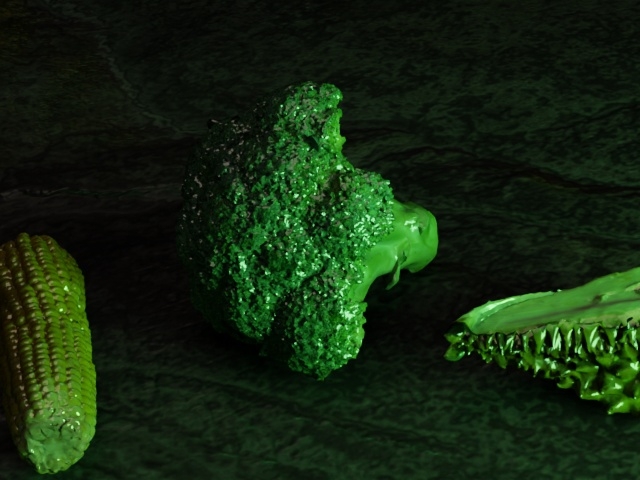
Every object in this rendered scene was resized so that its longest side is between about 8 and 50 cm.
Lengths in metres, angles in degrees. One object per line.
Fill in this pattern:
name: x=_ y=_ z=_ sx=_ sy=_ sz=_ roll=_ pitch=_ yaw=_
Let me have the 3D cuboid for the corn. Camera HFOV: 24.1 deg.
corn: x=-0.258 y=0.092 z=1.387 sx=0.097 sy=0.097 sz=0.320 roll=-12 pitch=34 yaw=-8

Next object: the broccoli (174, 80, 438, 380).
broccoli: x=0.000 y=0.000 z=1.394 sx=0.254 sy=0.269 sz=0.269 roll=-28 pitch=10 yaw=47

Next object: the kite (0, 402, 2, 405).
kite: x=-0.324 y=0.162 z=1.368 sx=0.044 sy=0.002 sz=0.078 roll=17 pitch=41 yaw=33

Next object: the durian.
durian: x=0.290 y=0.081 z=1.267 sx=0.375 sy=0.107 sz=0.132 roll=-7 pitch=30 yaw=3
